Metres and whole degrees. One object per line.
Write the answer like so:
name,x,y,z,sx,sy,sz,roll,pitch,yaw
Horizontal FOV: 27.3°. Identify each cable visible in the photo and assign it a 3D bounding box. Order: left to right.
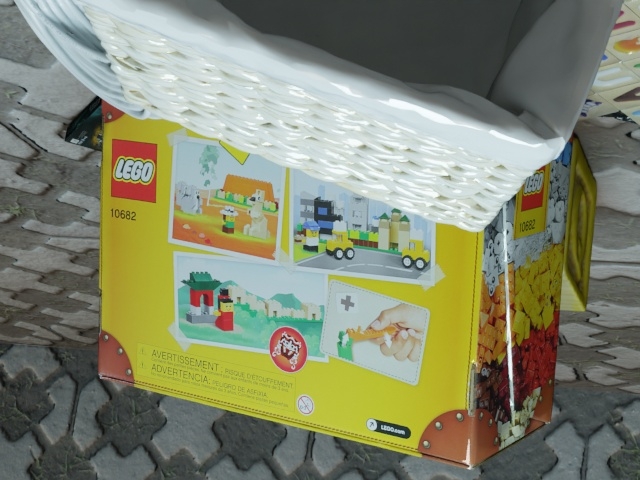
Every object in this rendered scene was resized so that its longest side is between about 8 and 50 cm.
cable,-0.217,-0.236,1.290,0.257,0.089,0.257,21,151,48

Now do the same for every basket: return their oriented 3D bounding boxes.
basket,0.044,-0.218,0.914,0.331,0.328,0.266,20,168,4

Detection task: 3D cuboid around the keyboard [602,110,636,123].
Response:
keyboard,0.274,-0.187,1.470,0.317,0.033,0.201,4,157,17

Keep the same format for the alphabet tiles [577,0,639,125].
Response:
alphabet tiles,0.370,-0.187,1.331,0.342,0.011,0.285,-12,157,36

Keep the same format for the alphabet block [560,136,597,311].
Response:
alphabet block,0.251,-0.021,1.751,0.197,0.192,0.193,1,163,21

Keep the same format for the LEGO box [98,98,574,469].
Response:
LEGO box,0.000,0.000,1.446,0.500,0.373,0.193,9,-168,32

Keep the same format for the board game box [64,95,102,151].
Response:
board game box,-0.273,-0.157,1.845,0.126,0.026,0.186,16,162,-23
